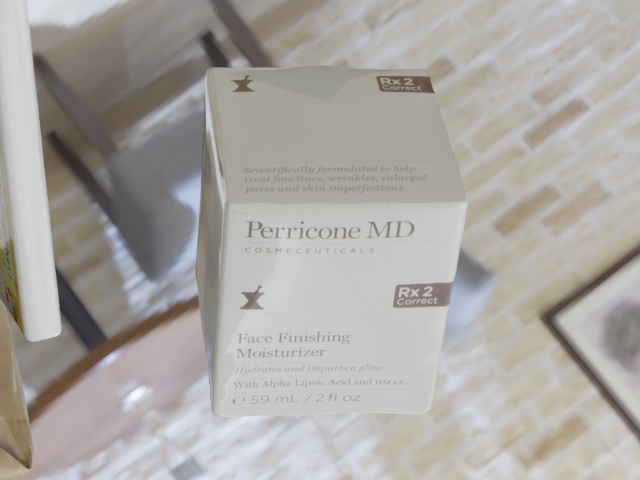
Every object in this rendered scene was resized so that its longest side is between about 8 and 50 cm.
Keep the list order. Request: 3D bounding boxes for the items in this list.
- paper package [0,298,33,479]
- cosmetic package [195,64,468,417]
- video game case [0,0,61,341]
[{"bbox_3d":[-0.416,0.136,1.220,0.309,0.168,0.325,-2,168,-28],"label":"paper package"},{"bbox_3d":[0.000,0.000,1.040,0.151,0.151,0.184,-1,130,-9],"label":"cosmetic package"},{"bbox_3d":[-0.208,-0.082,0.965,0.026,0.206,0.227,-13,119,-22],"label":"video game case"}]
